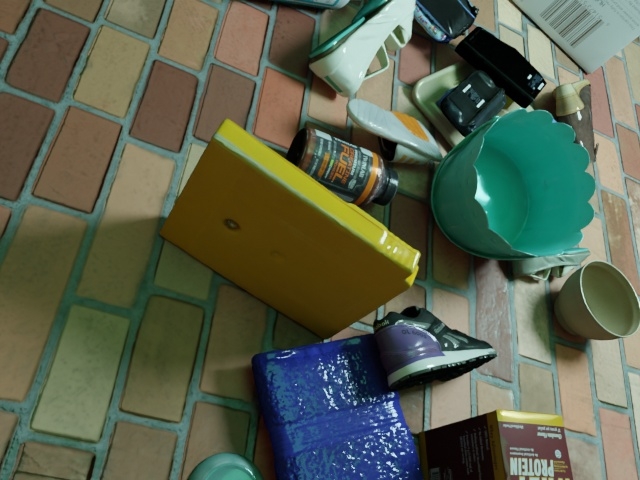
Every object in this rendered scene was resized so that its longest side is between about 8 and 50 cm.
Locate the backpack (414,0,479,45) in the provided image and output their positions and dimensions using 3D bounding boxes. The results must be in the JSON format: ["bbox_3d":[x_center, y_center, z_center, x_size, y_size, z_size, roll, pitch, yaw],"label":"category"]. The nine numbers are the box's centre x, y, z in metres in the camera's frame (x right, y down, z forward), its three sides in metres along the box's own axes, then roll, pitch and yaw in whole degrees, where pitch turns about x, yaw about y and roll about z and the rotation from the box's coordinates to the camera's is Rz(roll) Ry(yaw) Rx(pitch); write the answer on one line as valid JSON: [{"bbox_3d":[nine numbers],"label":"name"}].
[{"bbox_3d":[0.290,-0.547,1.469,0.158,0.117,0.173,46,21,-2],"label":"backpack"}]

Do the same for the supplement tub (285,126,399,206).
[{"bbox_3d":[0.041,-0.125,1.118,0.198,0.106,0.106,17,58,-20],"label":"supplement tub"}]

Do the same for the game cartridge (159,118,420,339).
[{"bbox_3d":[-0.052,0.005,0.887,0.324,0.285,0.052,33,54,-11],"label":"game cartridge"}]

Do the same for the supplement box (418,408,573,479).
[{"bbox_3d":[0.261,0.370,0.927,0.129,0.194,0.191,12,60,-24],"label":"supplement box"}]

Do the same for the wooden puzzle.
[{"bbox_3d":[0.413,-0.272,1.416,0.322,0.080,0.348,-31,83,-37],"label":"wooden puzzle"}]

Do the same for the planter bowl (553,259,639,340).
[{"bbox_3d":[0.550,0.135,1.263,0.162,0.109,0.162,13,59,-23],"label":"planter bowl"}]

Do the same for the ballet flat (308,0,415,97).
[{"bbox_3d":[0.117,-0.438,1.326,0.139,0.139,0.400,41,57,-4],"label":"ballet flat"}]

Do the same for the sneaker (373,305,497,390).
[{"bbox_3d":[0.193,0.161,1.022,0.283,0.107,0.124,9,51,-51],"label":"sneaker"}]

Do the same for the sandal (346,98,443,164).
[{"bbox_3d":[0.134,-0.206,1.227,0.265,0.076,0.102,14,45,-38],"label":"sandal"}]

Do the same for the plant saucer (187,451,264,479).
[{"bbox_3d":[-0.124,0.347,0.834,0.119,0.021,0.119,12,60,-23],"label":"plant saucer"}]

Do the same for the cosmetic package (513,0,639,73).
[{"bbox_3d":[0.809,-0.757,1.735,0.329,0.327,0.393,41,52,-4],"label":"cosmetic package"}]

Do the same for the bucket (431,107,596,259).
[{"bbox_3d":[0.359,-0.094,1.188,0.281,0.183,0.281,3,82,-19],"label":"bucket"}]

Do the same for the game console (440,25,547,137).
[{"bbox_3d":[0.361,-0.346,1.365,0.213,0.044,0.361,42,51,4],"label":"game console"}]

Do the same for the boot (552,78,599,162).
[{"bbox_3d":[0.654,-0.297,1.574,0.248,0.090,0.207,-25,99,-56],"label":"boot"}]

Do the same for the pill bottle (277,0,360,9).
[{"bbox_3d":[-0.021,-0.563,1.286,0.264,0.146,0.146,-3,67,-31],"label":"pill bottle"}]

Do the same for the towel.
[{"bbox_3d":[0.028,0.301,0.915,0.228,0.076,0.308,-4,66,-27],"label":"towel"}]

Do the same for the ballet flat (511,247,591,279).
[{"bbox_3d":[0.486,0.049,1.310,0.213,0.072,0.068,0,93,-28],"label":"ballet flat"}]
